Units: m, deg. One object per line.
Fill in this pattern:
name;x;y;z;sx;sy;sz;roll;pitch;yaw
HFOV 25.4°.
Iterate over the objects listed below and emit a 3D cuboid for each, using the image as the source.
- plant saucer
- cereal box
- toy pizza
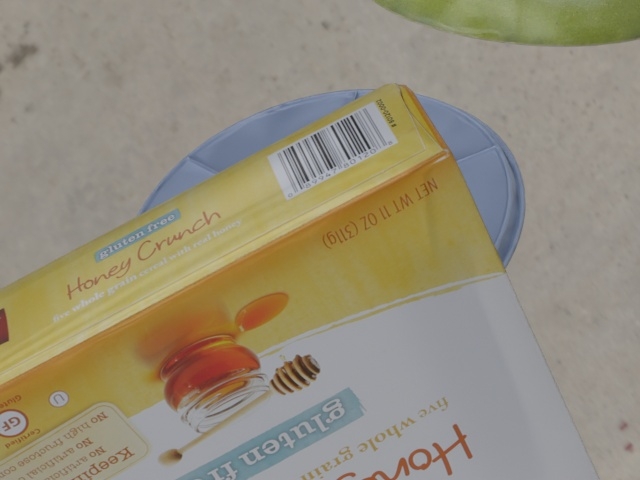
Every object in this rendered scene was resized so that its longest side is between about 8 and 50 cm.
plant saucer;0.145;-0.199;1.000;0.241;0.037;0.241;2;30;-1
cereal box;-0.001;0.086;0.451;0.173;0.240;0.047;-29;37;2
toy pizza;0.000;0.000;0.685;0.201;0.032;0.201;-11;42;10
